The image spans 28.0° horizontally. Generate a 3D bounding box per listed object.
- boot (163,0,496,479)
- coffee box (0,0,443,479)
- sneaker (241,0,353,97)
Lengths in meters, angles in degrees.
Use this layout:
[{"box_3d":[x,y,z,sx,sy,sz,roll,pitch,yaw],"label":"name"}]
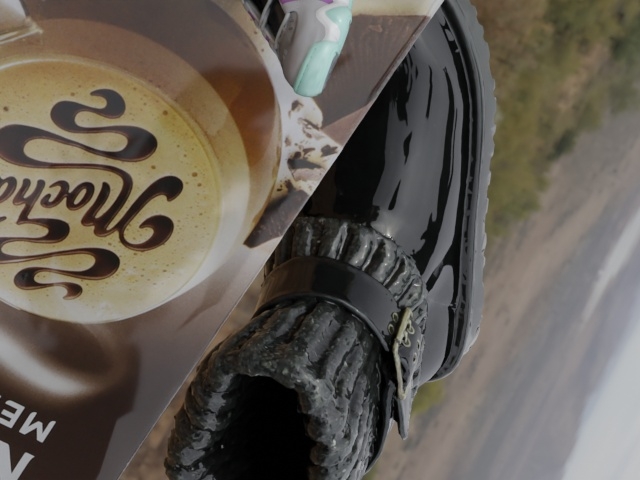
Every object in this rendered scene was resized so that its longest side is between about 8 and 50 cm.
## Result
[{"box_3d":[0.004,0.001,0.782,0.260,0.131,0.348,-39,127,-49],"label":"boot"},{"box_3d":[-0.103,-0.037,0.549,0.297,0.168,0.119,-56,-161,14],"label":"coffee box"},{"box_3d":[-0.027,-0.088,0.417,0.038,0.069,0.098,116,-20,-43],"label":"sneaker"}]
